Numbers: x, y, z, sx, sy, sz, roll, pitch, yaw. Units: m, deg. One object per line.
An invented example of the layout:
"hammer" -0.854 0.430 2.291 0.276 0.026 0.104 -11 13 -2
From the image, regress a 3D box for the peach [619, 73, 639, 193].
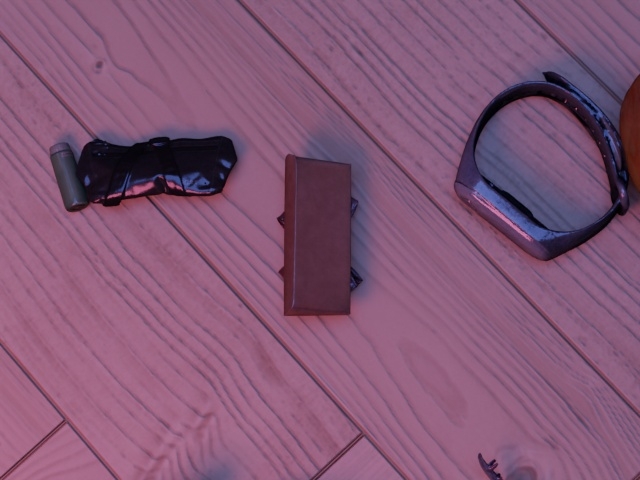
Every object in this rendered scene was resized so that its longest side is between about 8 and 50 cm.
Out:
"peach" 0.458 -0.105 1.549 0.232 0.232 0.256 -29 79 -2

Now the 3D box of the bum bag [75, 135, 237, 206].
"bum bag" -0.198 -0.084 1.677 0.198 0.049 0.087 -4 57 3

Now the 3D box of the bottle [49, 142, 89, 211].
"bottle" -0.308 -0.077 1.689 0.030 0.030 0.083 -20 77 -1

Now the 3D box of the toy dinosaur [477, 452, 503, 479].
"toy dinosaur" 0.241 0.323 1.568 0.082 0.039 0.209 -35 89 -7

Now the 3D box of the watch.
"watch" 0.272 -0.086 1.638 0.206 0.068 0.193 39 84 12

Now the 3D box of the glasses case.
"glasses case" 0.000 0.000 1.645 0.102 0.070 0.193 6 76 -24
